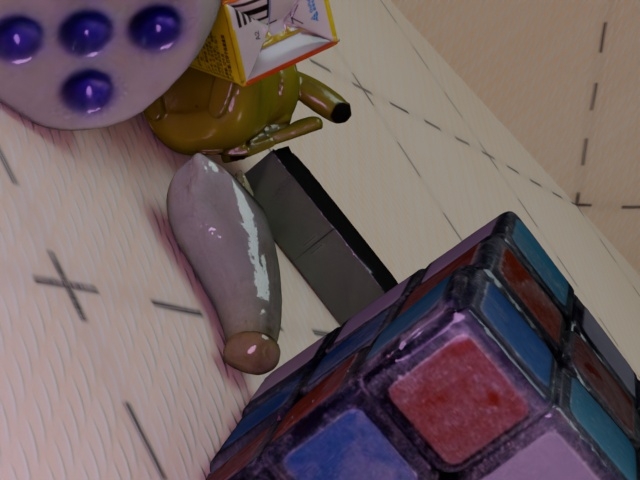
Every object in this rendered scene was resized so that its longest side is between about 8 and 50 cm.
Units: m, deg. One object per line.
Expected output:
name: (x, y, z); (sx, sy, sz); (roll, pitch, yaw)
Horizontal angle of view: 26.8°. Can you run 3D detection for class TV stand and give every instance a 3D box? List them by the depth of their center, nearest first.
TV stand: (0.000, 0.000, 1.839); (0.269, 0.083, 0.088); (51, 19, 2)

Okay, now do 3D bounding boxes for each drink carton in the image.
drink carton: (-0.148, -0.297, 1.663); (0.351, 0.154, 0.111); (25, -45, 48)

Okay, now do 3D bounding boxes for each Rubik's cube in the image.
Rubik's cube: (0.129, 0.229, 1.269); (0.363, 0.362, 0.359); (49, 20, -1)

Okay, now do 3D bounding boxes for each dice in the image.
dice: (-0.276, -0.296, 1.472); (0.243, 0.251, 0.259); (37, 22, -39)

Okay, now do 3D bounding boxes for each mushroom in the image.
mushroom: (-0.093, 0.035, 1.521); (0.118, 0.103, 0.270); (25, 37, -56)

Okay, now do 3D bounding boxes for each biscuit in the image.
biscuit: (-0.081, -0.015, 1.670); (0.152, 0.020, 0.152); (-15, 90, -89)

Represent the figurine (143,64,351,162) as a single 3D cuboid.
figurine: (-0.104, -0.194, 1.788); (0.327, 0.218, 0.169); (-39, 129, -64)
